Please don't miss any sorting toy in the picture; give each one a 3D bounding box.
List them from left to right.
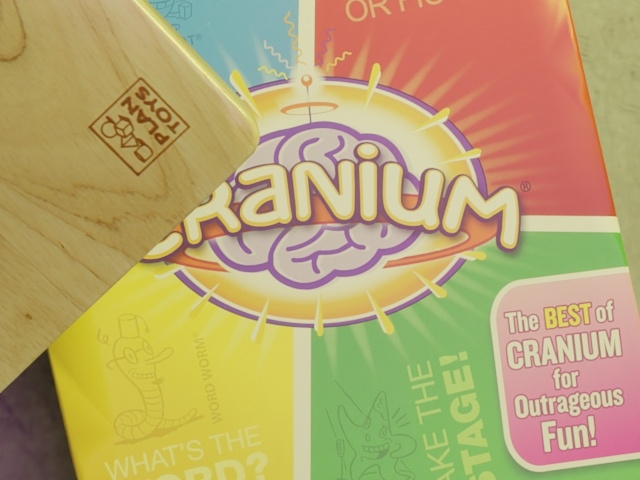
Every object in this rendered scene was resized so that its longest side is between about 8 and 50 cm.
[{"bbox_3d":[-0.199,-0.048,0.433,0.255,0.089,0.257,-43,105,7],"label":"sorting toy"}]

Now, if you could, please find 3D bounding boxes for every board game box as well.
[{"bbox_3d":[0.000,0.000,0.534,0.242,0.064,0.317,-14,91,-4],"label":"board game box"}]
